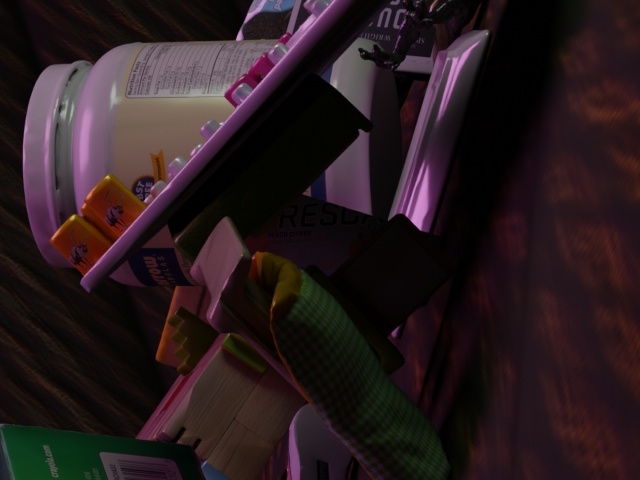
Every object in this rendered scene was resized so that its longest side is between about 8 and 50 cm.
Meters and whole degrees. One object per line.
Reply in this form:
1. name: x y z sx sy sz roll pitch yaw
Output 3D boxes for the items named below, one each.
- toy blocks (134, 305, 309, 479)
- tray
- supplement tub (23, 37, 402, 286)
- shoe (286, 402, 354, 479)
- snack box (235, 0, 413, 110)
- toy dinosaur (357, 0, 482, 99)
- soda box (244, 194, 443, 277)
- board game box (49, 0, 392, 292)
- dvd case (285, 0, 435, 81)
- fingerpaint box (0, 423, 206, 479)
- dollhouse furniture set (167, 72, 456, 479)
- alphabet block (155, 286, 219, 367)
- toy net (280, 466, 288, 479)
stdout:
1. toy blocks: -0.131 0.221 1.893 0.261 0.191 0.381 -56 4 -18
2. tray: 0.088 -0.056 1.674 0.145 0.030 0.270 -114 40 -83
3. supplement tub: -0.097 -0.073 1.843 0.235 0.325 0.235 -1 -90 -78
4. shoe: -0.009 0.218 1.666 0.178 0.063 0.081 -88 19 -60
5. snack box: 0.001 -0.181 2.005 0.322 0.187 0.060 -66 -25 -3
6. toy dinosaur: 0.102 -0.200 1.720 0.118 0.064 0.268 -32 -28 -38
7. soda box: 0.000 0.000 1.532 0.063 0.183 0.058 144 142 -82
8. board game box: 0.003 -0.167 1.399 0.390 0.050 0.390 -46 1 31
9. dvd case: 0.069 -0.279 1.940 0.029 0.179 0.239 37 -115 -58
10. fingerpaint box: -0.155 0.393 1.269 0.445 0.163 0.371 -123 46 -59
11. dollhouse furniture set: 0.029 0.027 1.239 0.151 0.197 0.301 -44 13 2
12. alphabet block: -0.053 0.039 2.119 0.192 0.197 0.193 -78 6 -50
13. toy net: -0.029 0.289 1.864 0.232 0.045 0.122 -89 14 -84
